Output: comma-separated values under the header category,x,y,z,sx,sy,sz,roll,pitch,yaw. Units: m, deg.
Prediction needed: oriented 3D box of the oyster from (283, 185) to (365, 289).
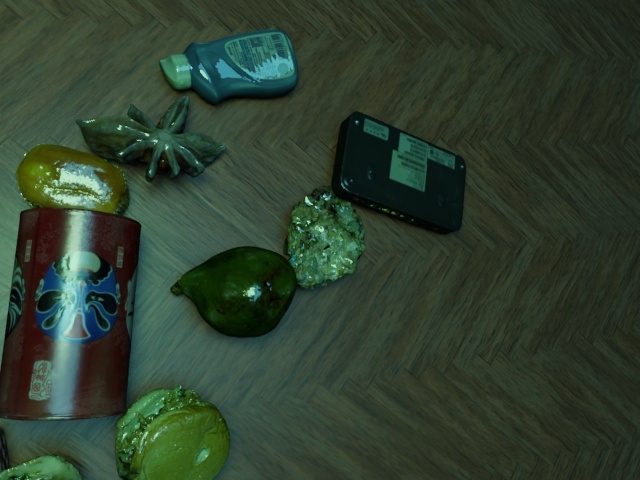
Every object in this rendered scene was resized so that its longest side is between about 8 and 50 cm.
category,x,y,z,sx,sy,sz,roll,pitch,yaw
oyster,0.005,-0.003,1.190,0.198,0.092,0.259,49,63,-6

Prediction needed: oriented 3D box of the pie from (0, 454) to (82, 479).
category,x,y,z,sx,sy,sz,roll,pitch,yaw
pie,-0.504,0.443,0.878,0.218,0.184,0.052,-21,46,-34

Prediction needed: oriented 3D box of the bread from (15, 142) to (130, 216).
category,x,y,z,sx,sy,sz,roll,pitch,yaw
bread,-0.461,-0.101,1.010,0.191,0.114,0.132,16,77,-13

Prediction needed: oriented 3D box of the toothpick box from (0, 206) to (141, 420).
category,x,y,z,sx,sy,sz,roll,pitch,yaw
toothpick box,-0.427,0.126,0.930,0.204,0.204,0.332,5,80,-21

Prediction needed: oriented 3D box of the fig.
category,x,y,z,sx,sy,sz,roll,pitch,yaw
fig,-0.174,0.093,1.052,0.245,0.195,0.195,15,74,5

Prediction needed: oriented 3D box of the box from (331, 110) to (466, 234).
category,x,y,z,sx,sy,sz,roll,pitch,yaw
box,0.197,-0.156,1.291,0.351,0.058,0.211,17,69,-24

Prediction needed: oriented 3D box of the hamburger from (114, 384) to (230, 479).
category,x,y,z,sx,sy,sz,roll,pitch,yaw
hamburger,-0.271,0.376,0.978,0.189,0.122,0.215,-39,127,-31

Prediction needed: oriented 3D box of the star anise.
category,x,y,z,sx,sy,sz,roll,pitch,yaw
star anise,-0.317,-0.192,1.074,0.258,0.110,0.198,-28,75,-43

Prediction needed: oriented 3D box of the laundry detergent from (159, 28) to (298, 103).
category,x,y,z,sx,sy,sz,roll,pitch,yaw
laundry detergent,-0.199,-0.375,1.176,0.290,0.094,0.143,-14,92,-20

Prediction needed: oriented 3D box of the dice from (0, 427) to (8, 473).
category,x,y,z,sx,sy,sz,roll,pitch,yaw
dice,-0.574,0.367,0.887,0.093,0.091,0.094,-11,84,-24
